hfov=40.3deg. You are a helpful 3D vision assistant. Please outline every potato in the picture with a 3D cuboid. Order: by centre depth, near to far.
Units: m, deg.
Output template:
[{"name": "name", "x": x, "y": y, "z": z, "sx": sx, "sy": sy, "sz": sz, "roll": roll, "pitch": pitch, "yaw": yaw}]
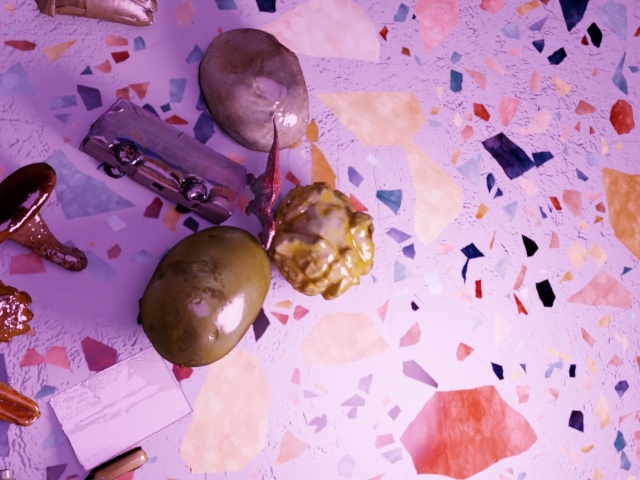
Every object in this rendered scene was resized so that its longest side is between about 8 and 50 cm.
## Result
[{"name": "potato", "x": -0.212, "y": 0.099, "z": 1.656, "sx": 0.216, "sy": 0.216, "sz": 0.304, "roll": 49, "pitch": 55, "yaw": -11}]

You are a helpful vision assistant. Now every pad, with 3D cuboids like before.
[{"name": "pad", "x": -0.373, "y": 0.313, "z": 1.646, "sx": 0.232, "sy": 0.004, "sz": 0.156, "roll": -27, "pitch": 83, "yaw": -26}]

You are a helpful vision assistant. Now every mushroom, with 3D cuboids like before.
[{"name": "mushroom", "x": -0.521, "y": -0.003, "z": 1.589, "sx": 0.227, "sy": 0.148, "sz": 0.217, "roll": -46, "pitch": 118, "yaw": -18}, {"name": "mushroom", "x": -0.130, "y": -0.318, "z": 1.785, "sx": 0.189, "sy": 0.164, "sz": 0.267, "roll": -11, "pitch": 87, "yaw": -27}]

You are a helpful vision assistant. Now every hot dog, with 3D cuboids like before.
[{"name": "hot dog", "x": -0.566, "y": 0.287, "z": 1.558, "sx": 0.144, "sy": 0.038, "sz": 0.062, "roll": 32, "pitch": 68, "yaw": -20}]

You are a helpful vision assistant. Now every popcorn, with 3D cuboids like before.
[{"name": "popcorn", "x": 0.000, "y": 0.000, "z": 1.780, "sx": 0.254, "sy": 0.195, "sz": 0.256, "roll": 6, "pitch": 56, "yaw": -36}]

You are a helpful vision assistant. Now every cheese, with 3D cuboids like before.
[{"name": "cheese", "x": -0.396, "y": 0.429, "z": 1.600, "sx": 0.162, "sy": 0.086, "sz": 0.036, "roll": -25, "pitch": 86, "yaw": -12}]

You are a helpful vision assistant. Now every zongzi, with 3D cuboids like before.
[{"name": "zongzi", "x": -0.418, "y": -0.546, "z": 1.673, "sx": 0.228, "sy": 0.115, "sz": 0.256, "roll": 3, "pitch": 112, "yaw": -27}]

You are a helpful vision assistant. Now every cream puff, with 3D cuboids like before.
[{"name": "cream puff", "x": -0.577, "y": 0.127, "z": 1.551, "sx": 0.122, "sy": 0.094, "sz": 0.116, "roll": 54, "pitch": 55, "yaw": -37}]

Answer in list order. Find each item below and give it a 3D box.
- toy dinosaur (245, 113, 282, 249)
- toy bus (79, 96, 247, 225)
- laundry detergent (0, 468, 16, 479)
[{"name": "toy dinosaur", "x": -0.100, "y": -0.120, "z": 1.715, "sx": 0.053, "sy": 0.167, "sz": 0.242, "roll": 11, "pitch": 105, "yaw": -24}, {"name": "toy bus", "x": -0.302, "y": -0.155, "z": 1.713, "sx": 0.317, "sy": 0.112, "sz": 0.138, "roll": 31, "pitch": 66, "yaw": -19}, {"name": "laundry detergent", "x": -0.534, "y": 0.524, "z": 1.506, "sx": 0.181, "sy": 0.091, "sz": 0.253, "roll": -3, "pitch": 83, "yaw": -27}]
